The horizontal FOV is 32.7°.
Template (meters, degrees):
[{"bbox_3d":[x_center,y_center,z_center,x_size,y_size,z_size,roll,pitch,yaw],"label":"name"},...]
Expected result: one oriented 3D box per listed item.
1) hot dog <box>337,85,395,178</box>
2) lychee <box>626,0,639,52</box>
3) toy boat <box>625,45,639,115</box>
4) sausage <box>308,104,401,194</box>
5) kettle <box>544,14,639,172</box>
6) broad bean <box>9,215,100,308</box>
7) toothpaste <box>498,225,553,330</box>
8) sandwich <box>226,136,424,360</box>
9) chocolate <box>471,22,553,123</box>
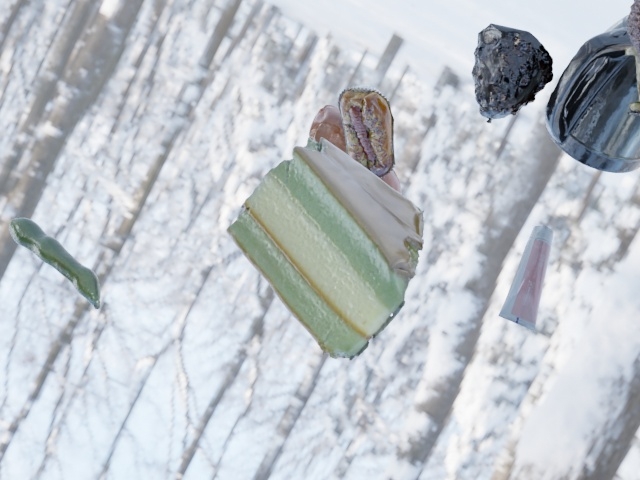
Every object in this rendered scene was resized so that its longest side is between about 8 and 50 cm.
[{"bbox_3d":[0.091,-0.205,2.084,0.108,0.191,0.059,4,-149,26],"label":"hot dog"},{"bbox_3d":[0.476,-0.295,1.481,0.123,0.129,0.123,27,165,8],"label":"lychee"},{"bbox_3d":[0.628,-0.245,1.555,0.162,0.135,0.445,-15,-166,-40],"label":"toy boat"},{"bbox_3d":[0.072,-0.164,2.266,0.258,0.133,0.133,55,-164,12],"label":"sausage"},{"bbox_3d":[0.512,-0.284,1.879,0.251,0.271,0.207,14,-135,-10],"label":"kettle"},{"bbox_3d":[-0.500,0.034,2.071,0.256,0.052,0.052,40,-143,15],"label":"broad bean"},{"bbox_3d":[0.363,0.063,1.887,0.067,0.194,0.043,24,150,-1],"label":"toothpaste"},{"bbox_3d":[0.000,0.000,1.300,0.198,0.155,0.227,35,-158,-10],"label":"sandwich"},{"bbox_3d":[0.316,-0.272,1.889,0.156,0.133,0.156,25,155,12],"label":"chocolate"}]
